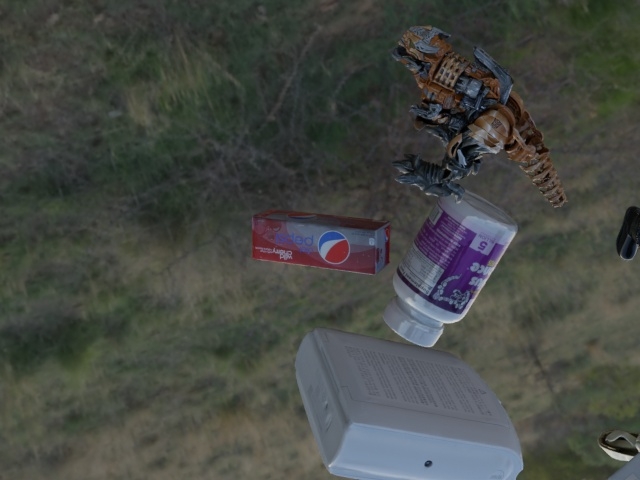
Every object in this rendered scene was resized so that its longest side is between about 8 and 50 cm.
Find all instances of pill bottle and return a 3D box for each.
[{"bbox_3d":[0.250,0.057,1.764,0.169,0.169,0.301,3,120,-53],"label":"pill bottle"}]

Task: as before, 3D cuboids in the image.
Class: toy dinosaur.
[{"bbox_3d":[0.220,-0.161,1.274,0.164,0.322,0.218,-26,170,-36],"label":"toy dinosaur"}]

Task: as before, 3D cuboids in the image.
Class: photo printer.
[{"bbox_3d":[0.133,0.248,1.285,0.307,0.256,0.107,13,114,-21],"label":"photo printer"}]

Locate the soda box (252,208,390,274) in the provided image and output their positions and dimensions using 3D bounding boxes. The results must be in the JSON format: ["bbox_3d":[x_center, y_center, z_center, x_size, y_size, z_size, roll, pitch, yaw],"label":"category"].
[{"bbox_3d":[0.000,0.000,1.709,0.263,0.092,0.083,7,-163,23],"label":"soda box"}]

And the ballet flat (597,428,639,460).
[{"bbox_3d":[0.704,0.453,1.938,0.086,0.086,0.248,-14,178,-23],"label":"ballet flat"}]

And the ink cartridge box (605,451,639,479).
[{"bbox_3d":[0.735,0.409,1.629,0.385,0.091,0.308,-44,130,6],"label":"ink cartridge box"}]

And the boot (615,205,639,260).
[{"bbox_3d":[0.618,-0.005,1.724,0.045,0.121,0.099,6,-162,0],"label":"boot"}]
